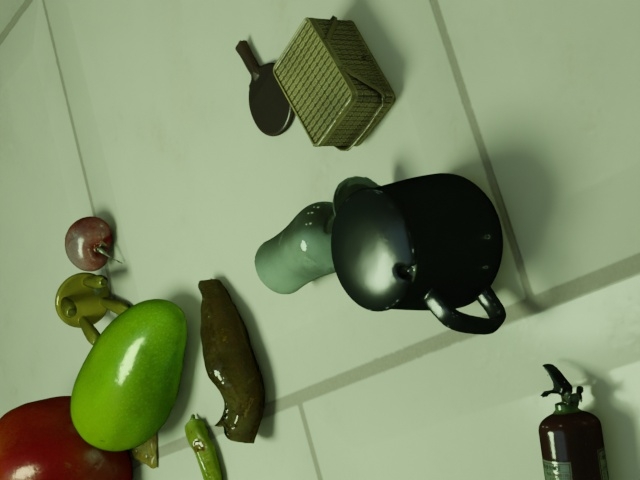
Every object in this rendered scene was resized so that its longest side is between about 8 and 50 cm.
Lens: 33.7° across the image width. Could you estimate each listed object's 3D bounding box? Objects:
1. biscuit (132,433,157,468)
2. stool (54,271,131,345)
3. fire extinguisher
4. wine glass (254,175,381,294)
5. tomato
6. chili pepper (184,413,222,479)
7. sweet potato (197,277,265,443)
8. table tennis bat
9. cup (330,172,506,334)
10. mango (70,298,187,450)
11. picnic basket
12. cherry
[{"bbox_3d":[-0.334,0.384,2.002,0.083,0.018,0.081,12,104,50],"label":"biscuit"},{"bbox_3d":[-0.435,0.125,2.009,0.110,0.134,0.135,18,103,58],"label":"stool"},{"bbox_3d":[0.280,0.255,1.189,0.099,0.071,0.231,153,109,-78],"label":"fire extinguisher"},{"bbox_3d":[0.000,0.000,1.471,0.231,0.103,0.103,-33,69,52],"label":"wine glass"},{"bbox_3d":[-0.487,0.430,2.016,0.226,0.298,0.299,-30,69,18],"label":"tomato"},{"bbox_3d":[-0.190,0.393,1.806,0.049,0.043,0.208,-30,72,36],"label":"chili pepper"},{"bbox_3d":[-0.155,0.190,1.699,0.112,0.085,0.286,-42,62,50],"label":"sweet potato"},{"bbox_3d":[-0.125,-0.231,1.582,0.107,0.119,0.170,-51,58,41],"label":"table tennis bat"},{"bbox_3d":[0.127,0.022,1.258,0.223,0.176,0.169,56,130,32],"label":"cup"},{"bbox_3d":[-0.328,0.237,1.866,0.192,0.156,0.343,49,126,25],"label":"mango"},{"bbox_3d":[0.016,-0.214,1.438,0.115,0.079,0.164,-52,56,41],"label":"picnic basket"},{"bbox_3d":[-0.451,0.009,2.042,0.126,0.087,0.106,-15,72,48],"label":"cherry"}]
